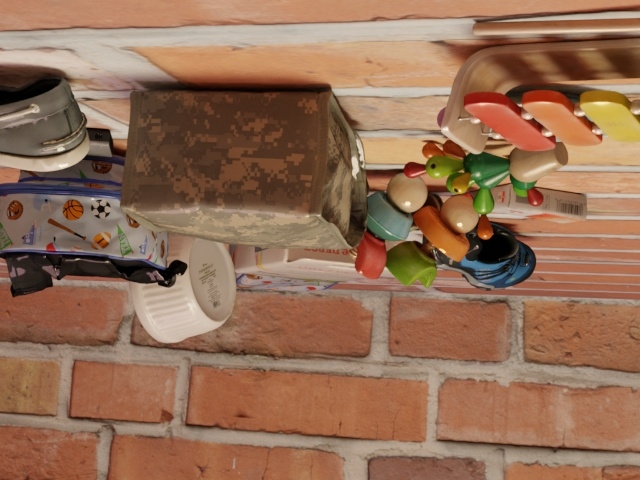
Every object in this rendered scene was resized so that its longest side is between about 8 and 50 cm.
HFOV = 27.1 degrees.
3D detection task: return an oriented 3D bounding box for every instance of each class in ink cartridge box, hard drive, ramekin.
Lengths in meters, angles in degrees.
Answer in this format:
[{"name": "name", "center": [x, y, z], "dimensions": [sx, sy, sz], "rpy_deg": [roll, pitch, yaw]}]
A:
[{"name": "ink cartridge box", "center": [0.000, 0.000, 2.305], "dimensions": [0.207, 0.119, 0.353], "rpy_deg": [7, 173, -21]}, {"name": "hard drive", "center": [-0.349, -0.135, 1.783], "dimensions": [0.135, 0.022, 0.094], "rpy_deg": [4, 173, -5]}, {"name": "ink cartridge box", "center": [0.304, -0.050, 2.067], "dimensions": [0.145, 0.045, 0.179], "rpy_deg": [7, 170, -25]}, {"name": "ramekin", "center": [-0.232, 0.069, 2.299], "dimensions": [0.109, 0.207, 0.207], "rpy_deg": [-10, 168, 24]}]

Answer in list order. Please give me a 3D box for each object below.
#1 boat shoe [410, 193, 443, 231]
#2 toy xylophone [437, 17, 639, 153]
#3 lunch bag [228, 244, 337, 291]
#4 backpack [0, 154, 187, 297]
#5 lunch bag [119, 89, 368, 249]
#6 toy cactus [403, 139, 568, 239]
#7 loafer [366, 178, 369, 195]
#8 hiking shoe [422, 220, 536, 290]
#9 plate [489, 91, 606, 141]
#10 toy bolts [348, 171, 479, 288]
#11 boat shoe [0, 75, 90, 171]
[{"name": "boat shoe", "center": [0.161, -0.047, 2.151], "dimensions": [0.049, 0.056, 0.152], "rpy_deg": [-22, 177, -28]}, {"name": "toy xylophone", "center": [0.257, -0.138, 1.216], "dimensions": [0.322, 0.081, 0.236], "rpy_deg": [-1, 171, 32]}, {"name": "lunch bag", "center": [-0.057, 0.040, 2.704], "dimensions": [0.243, 0.115, 0.303], "rpy_deg": [3, 173, -13]}, {"name": "backpack", "center": [-0.347, -0.026, 1.918], "dimensions": [0.276, 0.213, 0.263], "rpy_deg": [-3, -179, 2]}, {"name": "lunch bag", "center": [-0.076, -0.072, 1.568], "dimensions": [0.235, 0.169, 0.287], "rpy_deg": [2, 168, 11]}, {"name": "toy cactus", "center": [0.228, -0.081, 1.685], "dimensions": [0.180, 0.112, 0.219], "rpy_deg": [-16, 153, 42]}, {"name": "loafer", "center": [0.002, -0.077, 1.934], "dimensions": [0.078, 0.080, 0.220], "rpy_deg": [-32, -166, -35]}, {"name": "hiking shoe", "center": [0.318, 0.031, 2.421], "dimensions": [0.132, 0.113, 0.304], "rpy_deg": [-2, 171, 43]}, {"name": "plate", "center": [0.242, -0.138, 1.459], "dimensions": [0.188, 0.024, 0.188], "rpy_deg": [3, 174, 0]}, {"name": "toy bolts", "center": [0.114, -0.048, 2.003], "dimensions": [0.218, 0.158, 0.228], "rpy_deg": [48, -162, 21]}, {"name": "boat shoe", "center": [-0.415, -0.155, 1.494], "dimensions": [0.319, 0.116, 0.099], "rpy_deg": [9, 131, 13]}]
